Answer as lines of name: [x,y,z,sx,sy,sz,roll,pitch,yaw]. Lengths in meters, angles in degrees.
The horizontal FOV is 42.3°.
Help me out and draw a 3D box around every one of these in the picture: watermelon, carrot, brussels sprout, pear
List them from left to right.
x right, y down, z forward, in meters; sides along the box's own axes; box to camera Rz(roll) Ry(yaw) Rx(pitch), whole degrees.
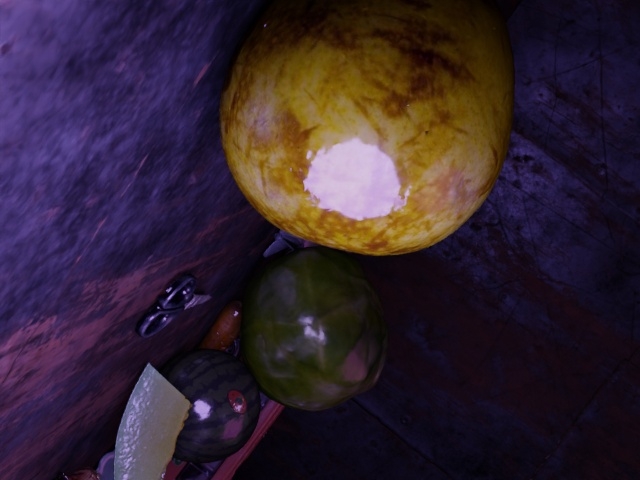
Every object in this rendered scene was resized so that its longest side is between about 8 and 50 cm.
watermelon: [-0.209,0.297,1.492,0.212,0.212,0.212,-53,175,-7]
carrot: [-0.225,0.220,1.686,0.248,0.059,0.059,-52,175,15]
brussels sprout: [-0.005,0.182,1.604,0.282,0.289,0.355,-22,153,21]
pear: [0.043,-0.122,0.739,0.283,0.284,0.283,-53,175,-7]

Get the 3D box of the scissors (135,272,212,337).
scissors: [-0.200,0.090,1.231,0.109,0.022,0.300,-50,176,3]

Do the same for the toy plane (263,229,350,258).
toy plane: [-0.008,-0.007,1.731,0.212,0.088,0.267,-53,156,12]

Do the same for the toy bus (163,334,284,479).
toy bus: [-0.203,0.364,1.836,0.427,0.233,0.203,-54,175,2]

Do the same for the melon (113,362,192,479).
melon: [-0.273,0.330,1.312,0.053,0.114,0.261,-17,-120,62]

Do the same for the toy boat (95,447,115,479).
toy boat: [-0.419,0.513,1.648,0.290,0.100,0.199,-58,173,26]

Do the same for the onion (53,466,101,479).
onion: [-0.399,0.517,1.285,0.221,0.281,0.281,7,133,-32]

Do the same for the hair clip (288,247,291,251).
hair clip: [-0.064,0.035,1.918,0.173,0.046,0.072,-52,171,11]
